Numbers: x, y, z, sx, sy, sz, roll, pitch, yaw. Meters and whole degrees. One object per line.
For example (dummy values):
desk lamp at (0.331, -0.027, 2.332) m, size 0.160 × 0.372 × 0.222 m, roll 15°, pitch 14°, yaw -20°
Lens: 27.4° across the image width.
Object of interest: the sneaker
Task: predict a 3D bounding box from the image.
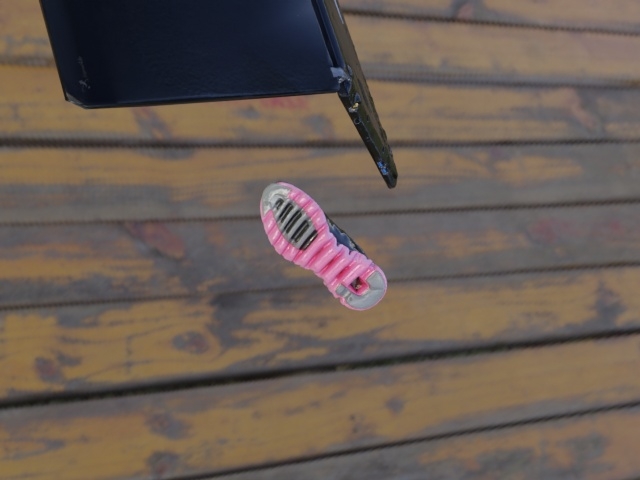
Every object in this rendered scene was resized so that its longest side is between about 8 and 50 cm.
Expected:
sneaker at (0.000, 0.000, 0.978) m, size 0.119 × 0.047 × 0.057 m, roll 47°, pitch 13°, yaw -15°

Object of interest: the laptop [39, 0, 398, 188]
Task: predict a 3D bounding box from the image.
laptop at (-0.068, -0.154, 0.805) m, size 0.264 × 0.136 × 0.234 m, roll 52°, pitch 20°, yaw -69°
